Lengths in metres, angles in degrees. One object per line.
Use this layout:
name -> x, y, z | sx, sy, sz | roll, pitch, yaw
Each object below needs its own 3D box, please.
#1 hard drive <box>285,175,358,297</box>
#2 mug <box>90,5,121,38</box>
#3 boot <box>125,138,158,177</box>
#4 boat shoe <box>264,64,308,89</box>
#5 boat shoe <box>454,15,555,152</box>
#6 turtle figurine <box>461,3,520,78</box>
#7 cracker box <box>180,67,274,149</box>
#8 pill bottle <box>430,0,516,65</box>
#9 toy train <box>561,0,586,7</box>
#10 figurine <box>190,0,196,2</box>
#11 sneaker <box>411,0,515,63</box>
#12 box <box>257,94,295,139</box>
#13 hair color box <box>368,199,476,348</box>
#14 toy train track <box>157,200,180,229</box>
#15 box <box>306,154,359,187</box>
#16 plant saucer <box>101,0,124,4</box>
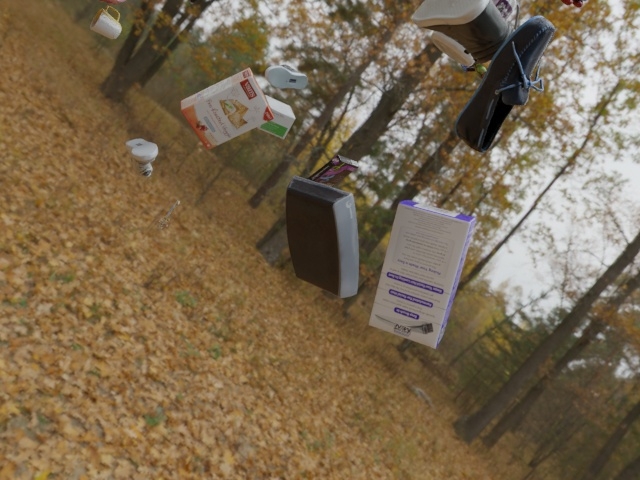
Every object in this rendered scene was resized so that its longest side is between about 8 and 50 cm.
hard drive -> 0.000, 0.000, 1.138 | 0.172, 0.054, 0.254 | 22, -48, 33
mug -> -0.561, -0.576, 1.416 | 0.064, 0.078, 0.062 | 28, 14, -38
boot -> -0.639, -0.290, 1.950 | 0.258, 0.095, 0.123 | 36, -38, 55
boat shoe -> -0.126, -0.518, 1.672 | 0.083, 0.065, 0.183 | 38, 25, 28
boat shoe -> 0.350, -0.273, 0.975 | 0.089, 0.109, 0.258 | 60, -32, 31
turtle figurine -> 0.681, -0.636, 1.941 | 0.266, 0.275, 0.197 | 34, 36, -34
cracker box -> -0.276, -0.389, 1.593 | 0.067, 0.232, 0.155 | -109, 172, -46
pill bottle -> 0.503, -0.722, 1.684 | 0.169, 0.301, 0.169 | 34, 14, -9
toy train -> 0.828, -0.839, 1.727 | 0.248, 0.105, 0.143 | -17, 63, -42
figurine -> -0.370, -0.900, 1.712 | 0.092, 0.209, 0.215 | 27, -12, -4
sneaker -> 0.302, -0.454, 1.145 | 0.147, 0.104, 0.295 | 39, 10, -27
box -> -0.151, -0.403, 1.745 | 0.101, 0.087, 0.102 | 19, 30, -28
hair color box -> 0.259, 0.083, 1.369 | 0.185, 0.338, 0.110 | 18, 14, 21
toy train track -> -0.358, -0.058, 1.271 | 0.014, 0.083, 0.048 | 35, 1, 5
box -> 0.033, -0.216, 1.756 | 0.116, 0.162, 0.029 | 5, 58, -56
plant saucer -> -0.596, -0.740, 1.305 | 0.332, 0.084, 0.331 | -17, 90, -80
